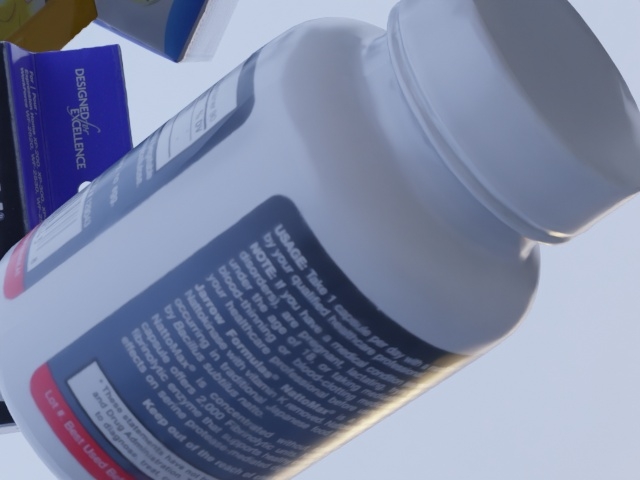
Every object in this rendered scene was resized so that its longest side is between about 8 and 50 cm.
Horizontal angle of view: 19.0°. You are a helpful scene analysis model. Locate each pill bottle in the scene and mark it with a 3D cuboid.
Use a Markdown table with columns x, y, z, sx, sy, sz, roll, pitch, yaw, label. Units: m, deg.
| x | y | z | sx | sy | sz | roll | pitch | yaw | label |
| --- | --- | --- | --- | --- | --- | --- | --- | --- | --- |
| 0.000 | 0.000 | 0.549 | 0.180 | 0.108 | 0.108 | -35 | -15 | 27 | pill bottle |

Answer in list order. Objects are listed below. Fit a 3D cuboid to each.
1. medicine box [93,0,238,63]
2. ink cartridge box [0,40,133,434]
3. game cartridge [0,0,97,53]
| x | y | z | sx | sy | sz | roll | pitch | yaw | label |
| --- | --- | --- | --- | --- | --- | --- | --- | --- | --- |
| -0.122 | -0.308 | 1.739 | 0.289 | 0.149 | 0.263 | -66 | 1 | -84 | medicine box |
| -0.197 | 0.003 | 1.016 | 0.045 | 0.208 | 0.206 | 113 | 149 | -84 | ink cartridge box |
| -0.278 | -0.256 | 1.409 | 0.285 | 0.053 | 0.323 | -54 | -39 | -52 | game cartridge |
